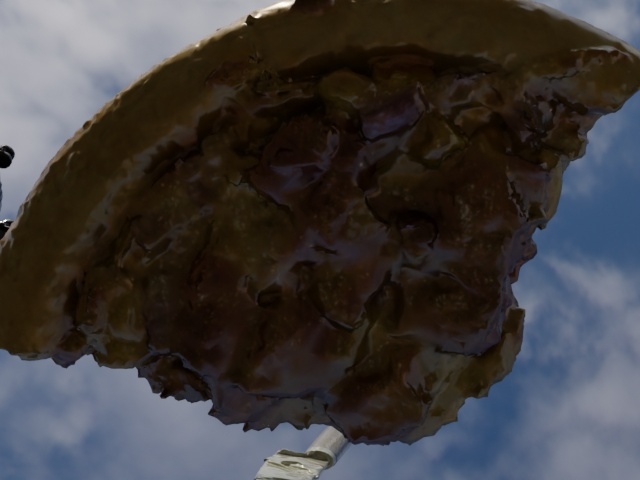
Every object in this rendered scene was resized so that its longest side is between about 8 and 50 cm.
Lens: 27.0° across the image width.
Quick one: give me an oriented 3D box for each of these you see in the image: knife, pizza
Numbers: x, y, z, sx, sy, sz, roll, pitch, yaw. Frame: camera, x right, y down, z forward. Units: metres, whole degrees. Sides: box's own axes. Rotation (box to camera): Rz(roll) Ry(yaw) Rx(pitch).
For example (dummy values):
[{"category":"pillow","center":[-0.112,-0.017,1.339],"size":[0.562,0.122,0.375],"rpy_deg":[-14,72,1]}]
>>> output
[{"category":"knife","center":[-0.012,0.158,0.964],"size":[0.047,0.298,0.017],"rpy_deg":[15,-88,8]},{"category":"pizza","center":[0.000,0.000,0.765],"size":[0.408,0.278,0.114],"rpy_deg":[-16,-161,3]}]

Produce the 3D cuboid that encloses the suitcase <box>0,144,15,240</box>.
[{"category":"suitcase","center":[-0.569,-0.023,1.672],"size":[0.335,0.152,0.230],"rpy_deg":[5,-147,-2]}]
